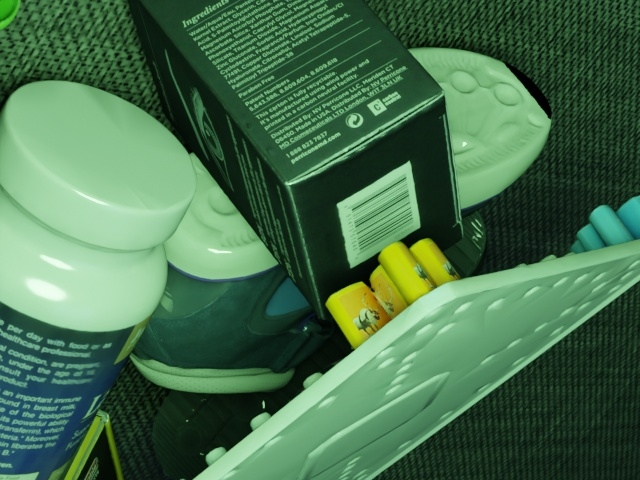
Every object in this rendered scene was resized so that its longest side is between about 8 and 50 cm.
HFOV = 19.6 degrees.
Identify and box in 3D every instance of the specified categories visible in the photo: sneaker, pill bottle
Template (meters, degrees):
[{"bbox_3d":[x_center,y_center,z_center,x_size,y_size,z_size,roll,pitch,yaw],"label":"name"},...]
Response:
[{"bbox_3d":[0.009,0.074,1.457,0.319,0.112,0.131,-39,163,14],"label":"sneaker"},{"bbox_3d":[-0.187,0.038,1.158,0.153,0.153,0.264,-2,134,-43],"label":"pill bottle"},{"bbox_3d":[0.000,0.001,1.334,0.323,0.130,0.236,-23,154,-27],"label":"sneaker"}]

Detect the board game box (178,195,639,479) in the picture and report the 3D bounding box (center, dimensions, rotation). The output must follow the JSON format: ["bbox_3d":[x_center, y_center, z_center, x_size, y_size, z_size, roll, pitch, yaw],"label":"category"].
[{"bbox_3d":[0.023,0.108,1.249,0.390,0.050,0.390,-40,165,28],"label":"board game box"}]

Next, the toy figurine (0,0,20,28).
[{"bbox_3d":[-0.246,-0.120,0.972,0.159,0.130,0.173,-37,175,25],"label":"toy figurine"}]

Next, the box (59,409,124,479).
[{"bbox_3d":[-0.237,0.313,1.367,0.257,0.079,0.322,90,20,-53],"label":"box"}]

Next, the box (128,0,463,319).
[{"bbox_3d":[-0.017,-0.083,1.117,0.108,0.207,0.153,-31,149,-11],"label":"box"}]
